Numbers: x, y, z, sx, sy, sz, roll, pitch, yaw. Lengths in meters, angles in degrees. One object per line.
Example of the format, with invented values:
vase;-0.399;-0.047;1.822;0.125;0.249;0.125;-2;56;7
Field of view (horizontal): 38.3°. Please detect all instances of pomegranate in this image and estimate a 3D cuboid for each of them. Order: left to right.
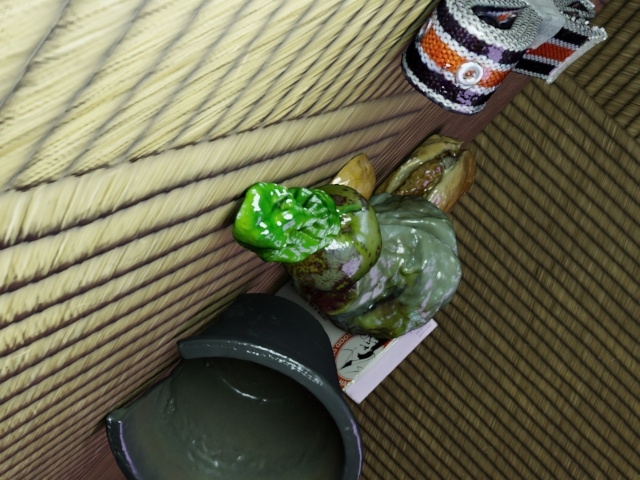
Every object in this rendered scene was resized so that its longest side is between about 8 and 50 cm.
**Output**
pomegranate;-0.003;-0.007;1.162;0.138;0.163;0.125;-58;142;-24

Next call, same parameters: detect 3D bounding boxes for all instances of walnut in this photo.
walnut;0.044;-0.070;1.259;0.091;0.052;0.121;-50;175;25

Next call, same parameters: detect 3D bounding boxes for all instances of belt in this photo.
belt;0.190;-0.214;0.941;0.094;0.126;0.359;-42;173;34

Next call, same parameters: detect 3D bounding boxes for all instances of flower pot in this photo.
flower pot;-0.100;0.244;1.406;0.379;0.379;0.251;-47;-168;28

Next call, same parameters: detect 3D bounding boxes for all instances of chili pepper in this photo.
chili pepper;-0.029;-0.019;0.943;0.100;0.074;0.257;-45;174;11

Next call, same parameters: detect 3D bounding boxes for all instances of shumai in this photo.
shumai;0.061;0.018;1.645;0.309;0.304;0.263;-39;144;24

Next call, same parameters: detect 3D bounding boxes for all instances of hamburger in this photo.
hamburger;0.214;-0.102;1.922;0.259;0.145;0.283;-44;171;22

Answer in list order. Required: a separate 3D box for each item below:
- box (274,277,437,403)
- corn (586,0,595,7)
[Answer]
box;0.052;0.146;1.836;0.214;0.069;0.353;-44;-141;-3
corn;0.351;-0.378;0.921;0.106;0.106;0.305;-40;168;-47
